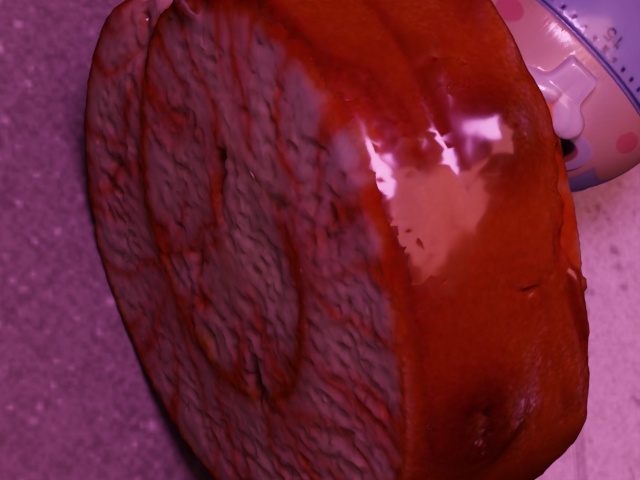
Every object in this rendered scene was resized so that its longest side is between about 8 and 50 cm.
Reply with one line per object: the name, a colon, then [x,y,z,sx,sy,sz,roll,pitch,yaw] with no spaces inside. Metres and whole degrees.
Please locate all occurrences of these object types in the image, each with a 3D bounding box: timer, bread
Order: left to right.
bread: [0.002,0.003,0.974,0.114,0.327,0.295,-17,105,-28]
timer: [0.107,-0.074,1.140,0.175,0.175,0.255,47,63,-12]
